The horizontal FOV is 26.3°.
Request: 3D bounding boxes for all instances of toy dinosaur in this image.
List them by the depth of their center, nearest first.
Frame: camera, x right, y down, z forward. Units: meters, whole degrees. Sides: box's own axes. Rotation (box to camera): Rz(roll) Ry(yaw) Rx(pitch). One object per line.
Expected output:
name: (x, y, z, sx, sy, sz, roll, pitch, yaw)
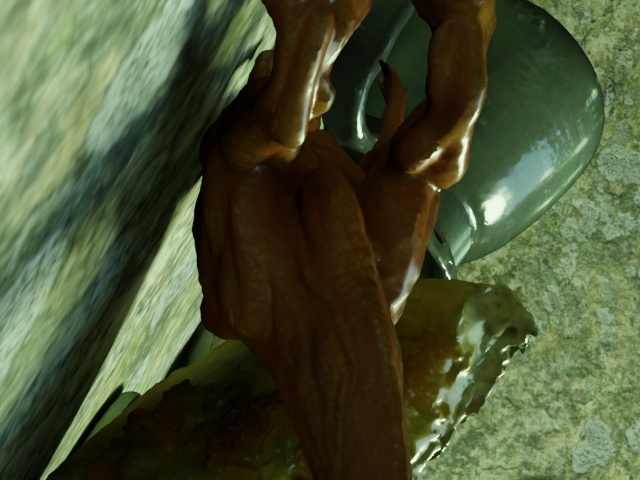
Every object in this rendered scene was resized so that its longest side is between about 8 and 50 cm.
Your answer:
toy dinosaur: (0.000, 0.000, 0.483, 0.432, 0.097, 0.208, -94, -162, -58)

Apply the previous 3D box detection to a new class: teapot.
teapot: (0.090, -0.068, 1.093, 0.285, 0.223, 0.305, -52, 178, -27)

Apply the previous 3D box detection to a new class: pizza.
pizza: (-0.039, 0.104, 0.588, 0.292, 0.058, 0.197, -27, -150, 25)

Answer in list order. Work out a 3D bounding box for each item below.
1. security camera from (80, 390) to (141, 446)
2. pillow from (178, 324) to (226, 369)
security camera: (-0.153, 0.221, 0.848, 0.301, 0.080, 0.157, -65, 176, 36)
pillow: (-0.117, 0.159, 1.202, 0.119, 0.053, 0.208, -83, -163, -51)
